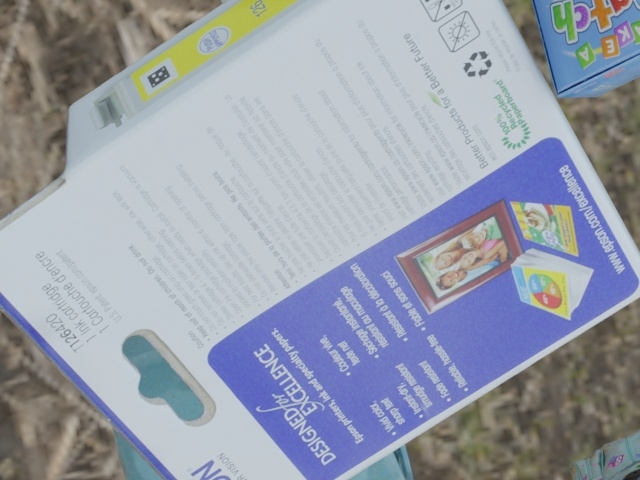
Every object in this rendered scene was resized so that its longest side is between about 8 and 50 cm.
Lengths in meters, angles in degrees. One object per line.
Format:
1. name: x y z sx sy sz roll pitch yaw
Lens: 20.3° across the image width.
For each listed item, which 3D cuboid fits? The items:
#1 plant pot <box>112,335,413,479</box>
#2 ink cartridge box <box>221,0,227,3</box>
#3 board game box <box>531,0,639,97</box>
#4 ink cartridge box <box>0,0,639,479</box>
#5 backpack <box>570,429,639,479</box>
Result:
1. plant pot: -0.034 0.181 1.502 0.290 0.195 0.290 -20 90 -84
2. ink cartridge box: 0.019 -0.149 1.061 0.099 0.056 0.135 45 40 -2
3. board game box: 0.160 -0.198 0.904 0.039 0.160 0.212 -3 75 -41
4. ink cartridge box: 0.000 0.000 1.004 0.304 0.307 0.072 54 6 -40
5. backpack: 0.270 0.217 1.442 0.182 0.115 0.152 -82 153 -77
